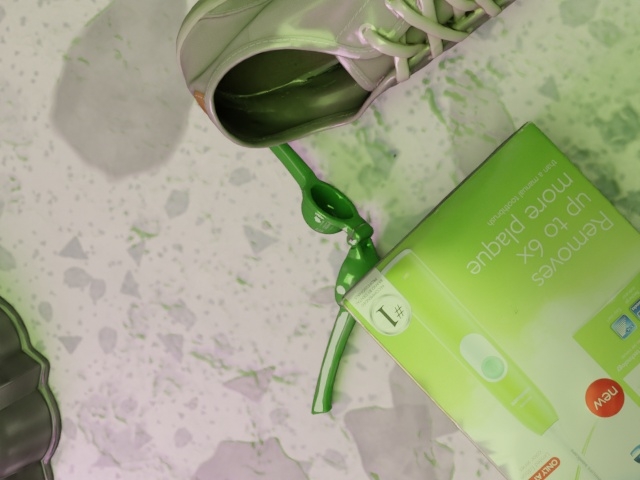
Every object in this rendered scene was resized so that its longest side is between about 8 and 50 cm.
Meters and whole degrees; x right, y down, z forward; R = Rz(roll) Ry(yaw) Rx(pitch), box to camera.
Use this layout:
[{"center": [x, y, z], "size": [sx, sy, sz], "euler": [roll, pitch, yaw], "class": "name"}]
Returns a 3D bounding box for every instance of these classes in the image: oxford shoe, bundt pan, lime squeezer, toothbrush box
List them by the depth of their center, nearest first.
[{"center": [0.078, -0.198, 0.954], "size": [0.449, 0.169, 0.130], "euler": [-27, 50, 24], "class": "oxford shoe"}, {"center": [0.185, 0.079, 0.986], "size": [0.206, 0.122, 0.283], "euler": [-43, 89, 1], "class": "toothbrush box"}, {"center": [0.000, 0.000, 1.094], "size": [0.110, 0.059, 0.310], "euler": [-9, 101, 48], "class": "lime squeezer"}, {"center": [-0.431, 0.185, 1.206], "size": [0.330, 0.124, 0.331], "euler": [3, 102, 15], "class": "bundt pan"}]
